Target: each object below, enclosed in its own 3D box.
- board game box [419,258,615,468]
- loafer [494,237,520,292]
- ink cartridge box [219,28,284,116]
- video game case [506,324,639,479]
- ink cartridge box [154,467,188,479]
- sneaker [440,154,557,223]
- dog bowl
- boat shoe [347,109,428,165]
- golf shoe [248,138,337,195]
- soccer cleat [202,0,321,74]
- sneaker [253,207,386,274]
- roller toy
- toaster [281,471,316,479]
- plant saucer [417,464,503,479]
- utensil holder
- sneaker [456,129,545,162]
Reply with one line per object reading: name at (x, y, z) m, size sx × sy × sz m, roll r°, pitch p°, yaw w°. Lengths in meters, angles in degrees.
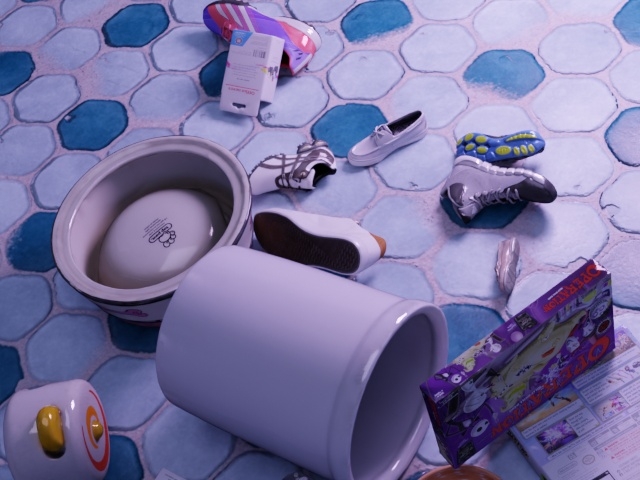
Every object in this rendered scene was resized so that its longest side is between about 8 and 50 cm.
board game box at (0.319, 0.196, 1.673) m, size 0.347 × 0.208 × 0.056 m, roll -35°, pitch 53°, yaw -12°
loafer at (0.341, 0.048, 1.969) m, size 0.039 × 0.045 × 0.125 m, roll -8°, pitch 43°, yaw 30°
ink cartridge box at (-0.154, -0.368, 2.363) m, size 0.104 × 0.061 × 0.181 m, roll 14°, pitch 96°, yaw 24°
video game case at (0.458, 0.298, 1.731) m, size 0.269 × 0.061 × 0.244 m, roll -28°, pitch 52°, yaw -8°
ink cartridge box at (-0.259, 0.487, 1.717) m, size 0.082 × 0.140 × 0.191 m, roll 18°, pitch 60°, yaw 24°
sneaker at (0.332, -0.077, 2.046) m, size 0.228 × 0.086 × 0.132 m, roll 18°, pitch 64°, yaw 37°
dog bowl at (-0.313, -0.009, 2.097) m, size 0.408 × 0.150 × 0.408 m, roll -8°, pitch 52°, yaw 10°
boat shoe at (0.138, -0.215, 2.202) m, size 0.184 × 0.063 × 0.066 m, roll -21°, pitch 51°, yaw -3°
golf shoe at (-0.059, -0.135, 2.184) m, size 0.198 × 0.077 × 0.094 m, roll -28°, pitch 52°, yaw -6°
soccer cleat at (-0.155, -0.468, 2.447) m, size 0.318 × 0.109 × 0.116 m, roll 21°, pitch 65°, yaw 24°
sneaker at (0.000, 0.000, 2.073) m, size 0.290 × 0.106 × 0.123 m, roll 20°, pitch 25°, yaw 36°
roller toy at (-0.448, 0.338, 1.842) m, size 0.146 × 0.209 × 0.191 m, roll -12°, pitch 31°, yaw 3°
toaster at (0.008, 0.475, 1.654) m, size 0.227 × 0.146 × 0.129 m, roll 31°, pitch 67°, yaw 32°
plant saucer at (0.222, 0.454, 1.687) m, size 0.200 × 0.037 × 0.200 m, roll -6°, pitch 52°, yaw 8°
utensil holder at (-0.030, 0.201, 1.766) m, size 0.385 × 0.328 × 0.328 m, roll 19°, pitch 60°, yaw 29°
sneaker at (0.359, -0.181, 2.124) m, size 0.188 × 0.078 × 0.067 m, roll -2°, pitch 80°, yaw 30°
